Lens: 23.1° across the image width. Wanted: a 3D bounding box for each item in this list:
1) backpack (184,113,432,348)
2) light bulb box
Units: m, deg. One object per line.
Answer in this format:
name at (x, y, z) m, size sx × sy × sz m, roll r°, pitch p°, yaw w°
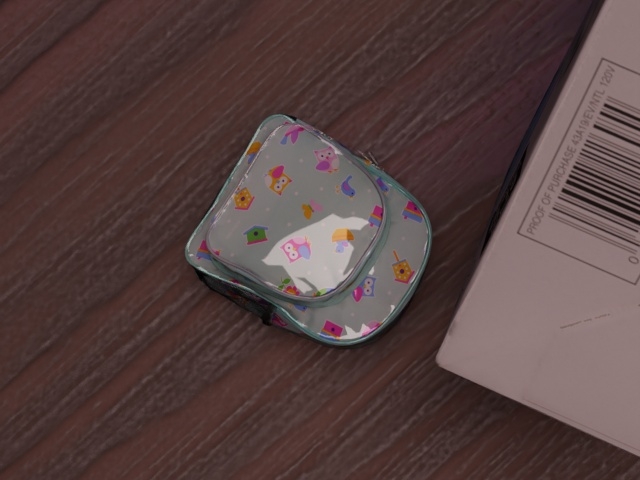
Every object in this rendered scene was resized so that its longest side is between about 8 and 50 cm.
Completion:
backpack at (0.000, 0.000, 1.310) m, size 0.188 × 0.144 × 0.166 m, roll 32°, pitch 81°, yaw 0°
light bulb box at (0.278, -0.083, 1.142) m, size 0.225 × 0.361 × 0.358 m, roll 25°, pitch 118°, yaw 3°
